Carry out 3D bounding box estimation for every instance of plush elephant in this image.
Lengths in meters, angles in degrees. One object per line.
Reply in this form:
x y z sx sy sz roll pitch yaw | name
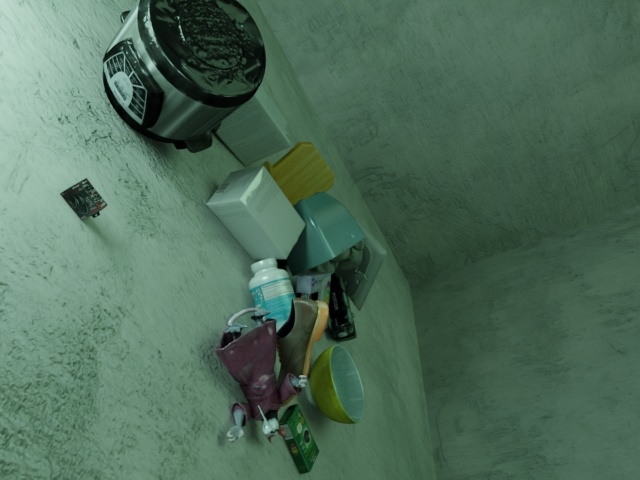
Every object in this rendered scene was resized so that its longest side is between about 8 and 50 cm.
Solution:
0.080 0.035 2.145 0.330 0.271 0.255 54 2 37 | plush elephant

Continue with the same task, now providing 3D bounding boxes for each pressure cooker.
-0.402 -0.476 1.335 0.375 0.420 0.370 23 65 -36 | pressure cooker

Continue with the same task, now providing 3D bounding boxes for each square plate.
0.170 0.109 2.321 0.049 0.344 0.347 6 28 -29 | square plate

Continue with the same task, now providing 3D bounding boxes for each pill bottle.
-0.160 0.199 1.618 0.146 0.146 0.264 11 58 -68 | pill bottle

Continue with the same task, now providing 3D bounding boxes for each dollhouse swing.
-0.081 -0.184 2.002 0.347 0.304 0.315 49 17 -46 | dollhouse swing

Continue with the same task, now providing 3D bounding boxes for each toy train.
0.085 0.318 2.215 0.190 0.142 0.334 66 10 -53 | toy train

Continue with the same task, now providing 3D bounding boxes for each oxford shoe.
-0.098 0.351 1.495 0.132 0.364 0.130 19 3 -22 | oxford shoe

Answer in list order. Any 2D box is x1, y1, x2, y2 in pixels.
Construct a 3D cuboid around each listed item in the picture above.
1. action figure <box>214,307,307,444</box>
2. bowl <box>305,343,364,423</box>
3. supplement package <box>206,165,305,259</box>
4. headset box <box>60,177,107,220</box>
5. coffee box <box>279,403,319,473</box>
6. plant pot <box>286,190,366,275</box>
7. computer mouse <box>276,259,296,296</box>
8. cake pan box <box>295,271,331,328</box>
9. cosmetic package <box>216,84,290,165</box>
-0.193 0.405 1.340 0.275 0.248 0.370 3 -72 64 | action figure
0.037 0.552 1.753 0.289 0.156 0.290 55 22 -34 | bowl
-0.221 -0.089 1.655 0.293 0.175 0.178 55 47 -33 | supplement package
-0.527 -0.088 1.049 0.083 0.062 0.032 61 20 -23 | headset box
-0.070 0.647 1.528 0.184 0.040 0.113 66 19 -5 | coffee box
-0.023 -0.044 1.858 0.247 0.247 0.252 -31 93 -46 | plant pot
-0.168 0.141 1.801 0.188 0.072 0.272 46 17 -50 | computer mouse
-0.033 0.253 1.896 0.267 0.070 0.246 6 86 -71 | cake pan box
-0.321 -0.518 1.825 0.453 0.230 0.162 50 24 -52 | cosmetic package
